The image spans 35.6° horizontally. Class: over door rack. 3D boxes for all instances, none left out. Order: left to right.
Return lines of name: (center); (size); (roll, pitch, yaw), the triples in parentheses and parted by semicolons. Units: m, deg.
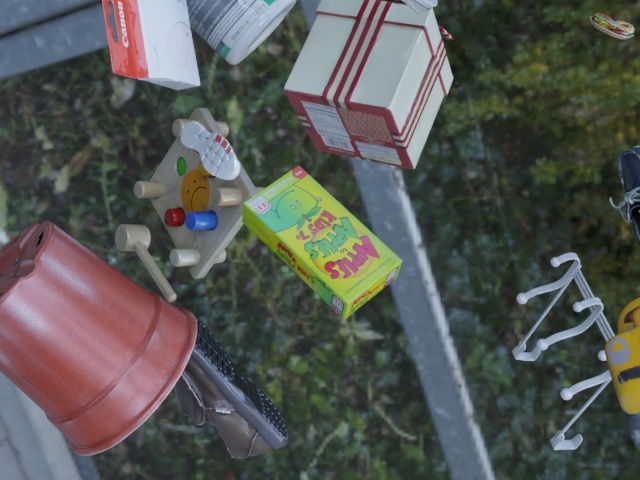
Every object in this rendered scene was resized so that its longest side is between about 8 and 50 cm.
over door rack: (0.442, 0.217, 1.863); (0.324, 0.108, 0.239); (101, -20, -47)

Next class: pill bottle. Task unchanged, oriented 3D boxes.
pill bottle: (-0.242, -0.555, 2.055); (0.361, 0.204, 0.204); (43, 42, -5)

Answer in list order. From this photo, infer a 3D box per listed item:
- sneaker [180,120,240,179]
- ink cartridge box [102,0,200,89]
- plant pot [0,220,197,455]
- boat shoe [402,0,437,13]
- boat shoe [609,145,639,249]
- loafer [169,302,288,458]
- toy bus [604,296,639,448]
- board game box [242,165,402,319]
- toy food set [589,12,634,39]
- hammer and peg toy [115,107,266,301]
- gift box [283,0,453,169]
sneaker: (-0.171, -0.149, 1.671); (0.061, 0.158, 0.065); (-52, 141, 10)
ink cartridge box: (-0.293, -0.368, 1.731); (0.232, 0.066, 0.189); (-3, 83, -76)
plant pot: (-0.370, 0.128, 1.468); (0.265, 0.272, 0.272); (46, 46, -26)
boat shoe: (0.095, -0.301, 1.186); (0.100, 0.035, 0.035); (23, 54, -38)
boat shoe: (0.570, -0.053, 1.737); (0.079, 0.095, 0.255); (-3, 68, -24)
loafer: (-0.207, 0.266, 1.768); (0.366, 0.130, 0.134); (52, 7, -18)
toy bus: (0.314, 0.135, 0.755); (0.333, 0.108, 0.130); (47, 31, -40)
board game box: (0.000, 0.000, 1.195); (0.092, 0.181, 0.043); (-36, 158, -27)
toy food set: (0.513, -0.378, 1.753); (0.020, 0.083, 0.082); (-66, 173, 29)
hammer and peg toy: (-0.266, -0.055, 2.032); (0.127, 0.361, 0.266); (-3, 51, -45)
gift box: (0.098, -0.307, 1.910); (0.276, 0.255, 0.258); (61, 48, -63)
